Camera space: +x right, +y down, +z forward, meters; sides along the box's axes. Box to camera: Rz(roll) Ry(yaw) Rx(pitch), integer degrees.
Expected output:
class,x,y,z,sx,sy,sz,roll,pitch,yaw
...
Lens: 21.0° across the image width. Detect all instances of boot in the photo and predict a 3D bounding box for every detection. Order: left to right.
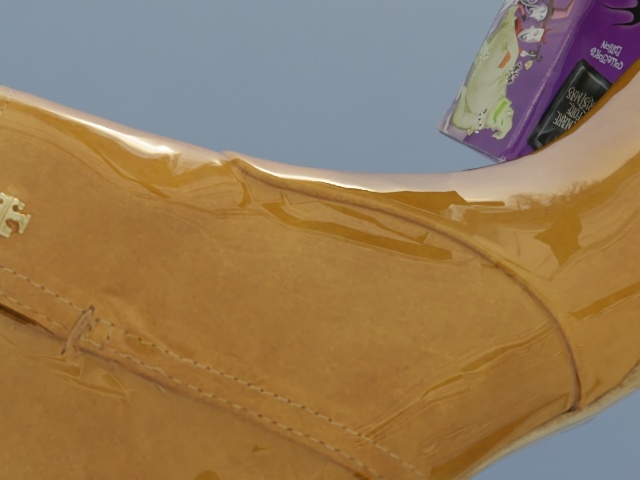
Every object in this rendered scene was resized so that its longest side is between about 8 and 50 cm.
class,x,y,z,sx,sy,sz,roll,pitch,yaw
boot,-0.001,0.001,0.505,0.211,0.104,0.295,30,-118,-3

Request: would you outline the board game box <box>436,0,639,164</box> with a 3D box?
class,x,y,z,sx,sy,sz,roll,pitch,yaw
board game box,0.220,-0.074,0.780,0.056,0.347,0.208,37,-80,47
